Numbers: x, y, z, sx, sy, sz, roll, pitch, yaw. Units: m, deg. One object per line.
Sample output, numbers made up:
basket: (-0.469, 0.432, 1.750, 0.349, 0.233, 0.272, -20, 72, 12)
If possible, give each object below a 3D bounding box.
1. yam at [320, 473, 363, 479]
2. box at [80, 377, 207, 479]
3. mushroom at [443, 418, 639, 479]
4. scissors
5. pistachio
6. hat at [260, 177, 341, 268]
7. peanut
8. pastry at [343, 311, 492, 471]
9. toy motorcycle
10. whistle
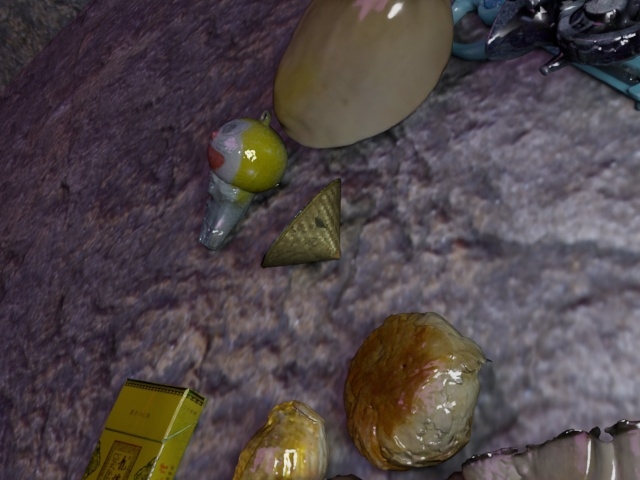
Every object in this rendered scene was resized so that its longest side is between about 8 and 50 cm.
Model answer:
yam: (0.067, 0.287, 0.586, 0.131, 0.131, 0.279, -56, 34, -6)
box: (-0.249, 0.312, 0.994, 0.153, 0.041, 0.279, -5, 56, 48)
mushroom: (0.180, 0.190, 0.537, 0.188, 0.141, 0.117, -31, 62, 31)
scissors: (0.260, -0.242, 0.908, 0.180, 0.032, 0.393, -45, 36, 12)
pistachio: (0.060, -0.236, 1.028, 0.166, 0.197, 0.288, -29, -16, -52)
hat: (0.000, 0.000, 0.972, 0.146, 0.067, 0.146, -47, -7, -8)
peanut: (-0.056, 0.258, 0.784, 0.087, 0.087, 0.207, 15, 74, 53)
pastry: (0.083, 0.137, 0.734, 0.153, 0.081, 0.153, -26, 47, 31)
toy motorcycle: (0.294, -0.269, 0.803, 0.173, 0.108, 0.307, 14, 50, 40)
whistle: (-0.129, -0.090, 1.155, 0.223, 0.122, 0.123, -61, 33, 12)
